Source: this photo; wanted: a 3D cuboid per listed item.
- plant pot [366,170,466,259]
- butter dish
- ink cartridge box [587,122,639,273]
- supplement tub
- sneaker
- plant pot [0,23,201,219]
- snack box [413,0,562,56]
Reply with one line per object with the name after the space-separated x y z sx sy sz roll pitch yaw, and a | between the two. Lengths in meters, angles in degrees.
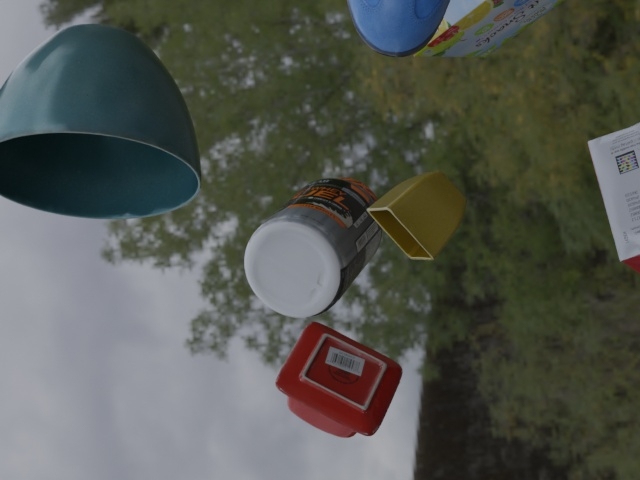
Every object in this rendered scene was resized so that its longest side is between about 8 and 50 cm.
0.118 -0.036 1.259 0.081 0.083 0.081 47 169 -11 | plant pot
0.017 0.223 1.584 0.160 0.160 0.118 -58 -8 -49 | butter dish
0.560 -0.015 1.731 0.309 0.130 0.272 23 -128 -55 | ink cartridge box
0.000 0.000 2.040 0.316 0.193 0.194 -47 -51 -62 | supplement tub
0.058 -0.207 0.598 0.082 0.069 0.209 -58 -17 -88 | sneaker
-0.300 -0.169 1.456 0.290 0.290 0.196 51 -143 -64 | plant pot
0.220 -0.304 1.325 0.174 0.207 0.070 -11 -107 -51 | snack box
